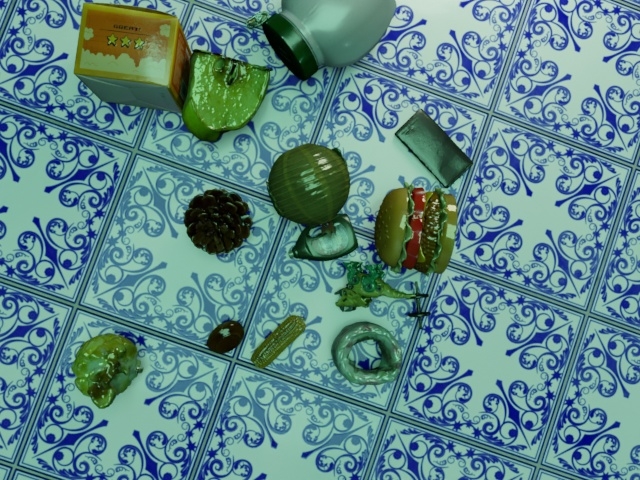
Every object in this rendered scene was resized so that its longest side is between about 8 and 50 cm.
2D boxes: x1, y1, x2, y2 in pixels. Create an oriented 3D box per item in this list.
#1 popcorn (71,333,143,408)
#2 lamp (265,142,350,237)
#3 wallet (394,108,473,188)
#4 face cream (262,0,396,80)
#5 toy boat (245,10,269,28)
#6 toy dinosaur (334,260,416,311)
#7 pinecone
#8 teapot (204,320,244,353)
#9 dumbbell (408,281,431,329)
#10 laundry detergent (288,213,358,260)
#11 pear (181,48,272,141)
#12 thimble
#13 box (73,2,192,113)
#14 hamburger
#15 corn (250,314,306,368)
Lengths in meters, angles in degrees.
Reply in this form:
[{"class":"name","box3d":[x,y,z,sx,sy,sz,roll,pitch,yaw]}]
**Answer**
[{"class":"popcorn","box3d":[-0.606,0.373,1.789,0.198,0.212,0.197,-6,121,-9]},{"class":"lamp","box3d":[-0.019,-0.141,1.833,0.250,0.250,0.284,-26,93,-5]},{"class":"wallet","box3d":[0.357,-0.290,1.975,0.124,0.025,0.244,-44,90,-5]},{"class":"face cream","box3d":[0.026,-0.666,1.873,0.357,0.219,0.312,-39,91,-4]},{"class":"toy boat","box3d":[-0.193,-0.686,1.950,0.083,0.038,0.038,-31,90,-4]},{"class":"toy dinosaur","box3d":[0.157,0.134,1.880,0.259,0.094,0.153,-5,90,26]},{"class":"pinecone","box3d":[-0.300,-0.049,1.836,0.208,0.208,0.207,0,87,-4]},{"class":"teapot","box3d":[-0.289,0.286,1.882,0.129,0.078,0.098,-42,131,8]},{"class":"dumbbell","box3d":[0.300,0.198,1.925,0.069,0.069,0.147,-5,88,-4]},{"class":"laundry detergent","box3d":[0.000,0.000,1.919,0.211,0.063,0.137,-18,87,-2]},{"class":"pear","box3d":[-0.285,-0.416,1.874,0.238,0.164,0.255,7,95,-23]},{"class":"thimble","box3d":[0.142,0.342,1.869,0.211,0.149,0.185,38,83,-2]},{"class":"box","box3d":[-0.520,-0.513,1.795,0.260,0.283,0.213,9,86,-4]},{"class":"hamburger","box3d":[0.264,-0.032,1.835,0.212,0.274,0.274,7,87,-4]},{"class":"corn","box3d":[-0.126,0.302,1.892,0.207,0.068,0.068,-43,91,-3]}]
